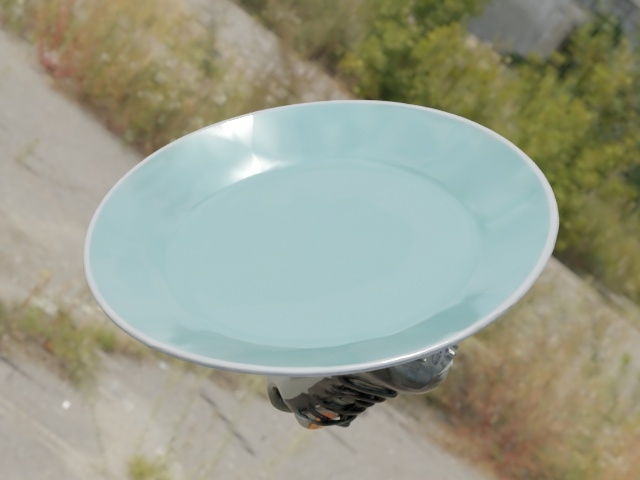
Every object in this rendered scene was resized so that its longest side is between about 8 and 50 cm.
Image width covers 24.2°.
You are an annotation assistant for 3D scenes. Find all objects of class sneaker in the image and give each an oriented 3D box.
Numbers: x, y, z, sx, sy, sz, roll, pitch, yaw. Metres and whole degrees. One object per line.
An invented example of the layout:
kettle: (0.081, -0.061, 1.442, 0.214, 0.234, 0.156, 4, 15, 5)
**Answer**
sneaker: (0.026, 0.105, 1.188, 0.100, 0.108, 0.271, 19, -7, -17)

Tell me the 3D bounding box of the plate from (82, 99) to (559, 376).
plate: (0.000, 0.000, 0.596, 0.188, 0.188, 0.024, 48, -29, 48)
